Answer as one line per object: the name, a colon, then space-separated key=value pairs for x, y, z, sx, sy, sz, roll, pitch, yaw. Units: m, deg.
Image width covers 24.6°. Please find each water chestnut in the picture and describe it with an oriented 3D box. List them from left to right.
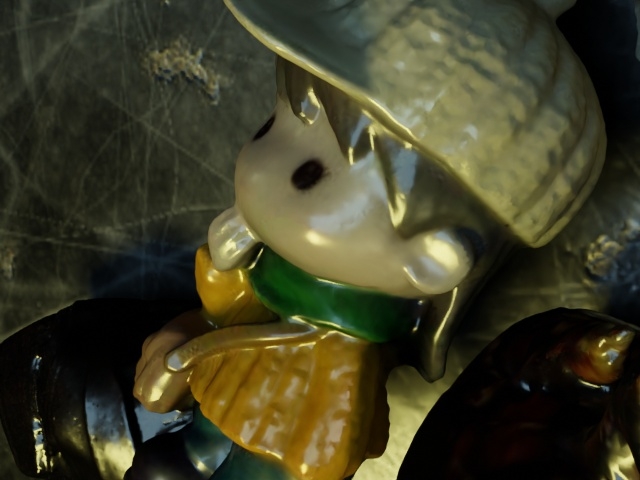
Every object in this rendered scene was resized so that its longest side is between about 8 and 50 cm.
water chestnut: x=0.153 y=0.153 z=0.647 sx=0.244 sy=0.289 sz=0.289 roll=34 pitch=123 yaw=-23

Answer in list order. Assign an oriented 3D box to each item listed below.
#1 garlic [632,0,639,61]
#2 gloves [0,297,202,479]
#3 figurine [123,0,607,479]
garlic: x=0.259 y=-0.078 z=0.558 sx=0.340 sy=0.231 sz=0.246 roll=-23 pitch=74 yaw=34
gloves: x=-0.089 y=0.100 z=0.887 sx=0.203 sy=0.124 sz=0.164 roll=-18 pitch=107 yaw=40
figurine: x=0.023 y=0.011 z=0.745 sx=0.185 sy=0.204 sz=0.332 roll=43 pitch=126 yaw=57
